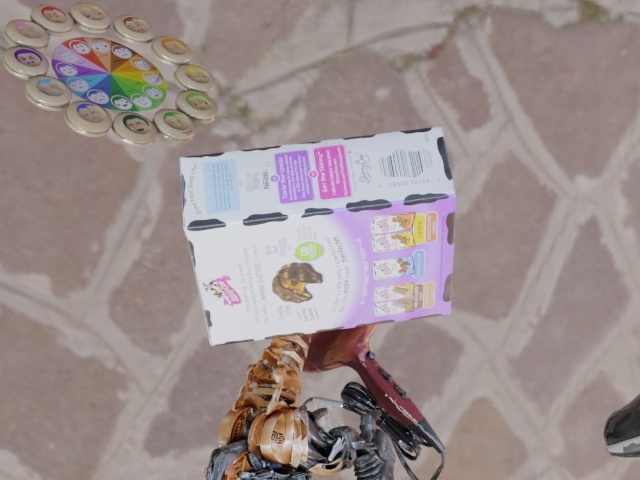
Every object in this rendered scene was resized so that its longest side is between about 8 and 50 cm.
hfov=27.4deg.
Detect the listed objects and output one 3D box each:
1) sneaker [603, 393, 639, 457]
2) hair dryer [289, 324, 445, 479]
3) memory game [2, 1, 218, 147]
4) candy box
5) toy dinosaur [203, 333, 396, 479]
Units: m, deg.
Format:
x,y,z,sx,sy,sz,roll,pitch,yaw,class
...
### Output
x,y,z,sx,sy,sz,roll,pitch,yaw,class
0.315,0.081,0.981,0.107,0.283,0.124,2,67,-32,sneaker
0.065,0.162,1.675,0.080,0.224,0.293,-48,143,-56,hair dryer
-0.170,-0.140,1.081,0.186,0.186,0.012,-5,137,-36,memory game
0.000,0.000,1.002,0.196,0.070,0.165,-7,145,-2,candy box
-0.031,0.219,1.337,0.218,0.164,0.322,25,92,-49,toy dinosaur
